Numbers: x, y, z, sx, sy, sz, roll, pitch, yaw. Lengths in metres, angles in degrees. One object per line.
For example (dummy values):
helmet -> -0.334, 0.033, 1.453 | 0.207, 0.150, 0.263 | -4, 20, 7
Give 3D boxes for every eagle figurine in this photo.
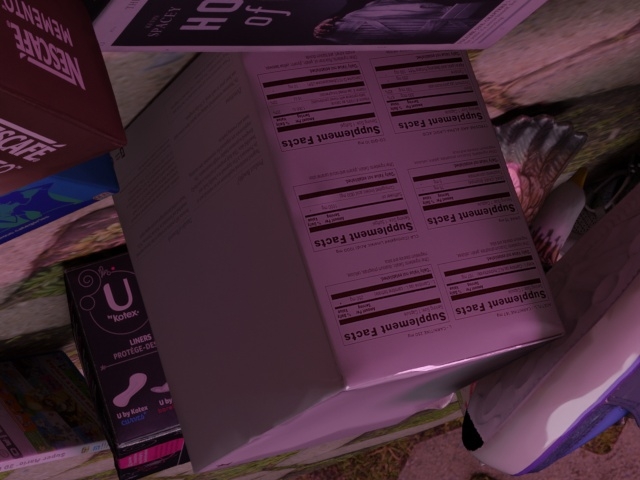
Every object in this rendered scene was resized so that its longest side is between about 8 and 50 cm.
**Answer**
eagle figurine -> 0.155, 0.028, 1.421 | 0.226, 0.225, 0.298 | 3, 177, -4

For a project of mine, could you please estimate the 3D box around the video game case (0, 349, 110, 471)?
video game case -> -0.260, 0.145, 1.511 | 0.166, 0.119, 0.015 | -8, 131, -39

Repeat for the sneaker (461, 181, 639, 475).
sneaker -> 0.264, 0.060, 1.014 | 0.323, 0.236, 0.130 | -50, -167, 8

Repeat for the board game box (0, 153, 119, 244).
board game box -> -0.226, -0.027, 0.939 | 0.160, 0.047, 0.210 | -23, 166, 21

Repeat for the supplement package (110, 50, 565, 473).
supplement package -> 0.000, 0.000, 1.020 | 0.149, 0.203, 0.194 | -10, 166, -31

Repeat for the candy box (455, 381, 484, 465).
candy box -> 0.169, 0.111, 1.771 | 0.070, 0.196, 0.165 | -17, 167, -8

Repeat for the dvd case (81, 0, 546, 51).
dvd case -> 0.025, -0.135, 0.820 | 0.239, 0.029, 0.179 | -5, 162, -31

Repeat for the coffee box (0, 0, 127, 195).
coffee box -> -0.224, -0.050, 0.721 | 0.247, 0.098, 0.141 | -21, 168, 13

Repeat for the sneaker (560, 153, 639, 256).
sneaker -> 0.300, -0.055, 1.531 | 0.281, 0.105, 0.115 | -17, 129, 42

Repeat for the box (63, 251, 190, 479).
box -> -0.103, 0.088, 1.410 | 0.163, 0.142, 0.247 | -17, 169, -10
